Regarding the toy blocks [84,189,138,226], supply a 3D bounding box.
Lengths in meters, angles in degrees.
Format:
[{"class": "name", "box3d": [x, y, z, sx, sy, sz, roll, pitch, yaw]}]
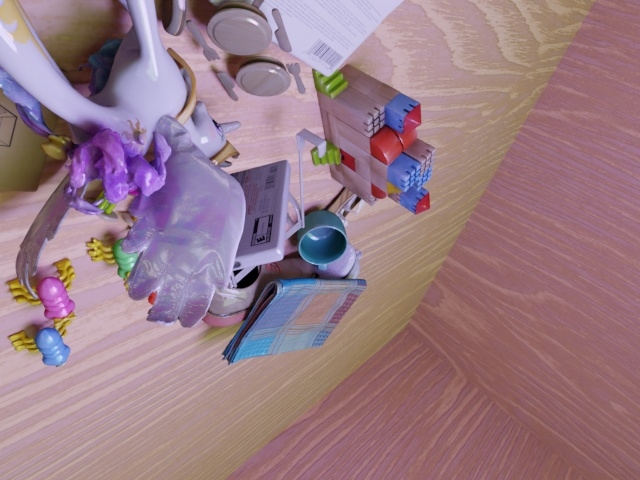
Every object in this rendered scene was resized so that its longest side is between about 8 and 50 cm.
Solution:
[{"class": "toy blocks", "box3d": [-0.269, -0.092, 0.642, 0.148, 0.054, 0.123, -52, 155, 2]}]

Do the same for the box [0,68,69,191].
[{"class": "box", "box3d": [-0.391, -0.130, 0.435, 0.201, 0.021, 0.165, -3, 127, -58]}]

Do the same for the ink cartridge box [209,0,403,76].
[{"class": "ink cartridge box", "box3d": [0.015, -0.392, 0.595, 0.261, 0.066, 0.296, -37, 162, 26]}]

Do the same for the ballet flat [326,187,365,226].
[{"class": "ballet flat", "box3d": [0.065, -0.084, 1.167, 0.232, 0.073, 0.080, -53, 154, 4]}]

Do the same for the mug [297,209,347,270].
[{"class": "mug", "box3d": [-0.005, -0.006, 1.104, 0.129, 0.098, 0.158, 24, 123, -25]}]

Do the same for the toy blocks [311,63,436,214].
[{"class": "toy blocks", "box3d": [0.133, -0.194, 0.921, 0.190, 0.260, 0.382, -43, 153, -16]}]

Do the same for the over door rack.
[{"class": "over door rack", "box3d": [-0.124, -0.060, 0.817, 0.239, 0.108, 0.324, -44, 167, -27]}]

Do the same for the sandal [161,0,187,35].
[{"class": "sandal", "box3d": [-0.178, -0.333, 0.479, 0.048, 0.072, 0.180, -4, 135, -29]}]

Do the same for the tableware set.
[{"class": "tableware set", "box3d": [-0.098, -0.277, 0.607, 0.194, 0.128, 0.039, 56, 32, -75]}]

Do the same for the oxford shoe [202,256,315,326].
[{"class": "oxford shoe", "box3d": [-0.132, 0.096, 1.030, 0.348, 0.123, 0.130, -23, 140, -45]}]

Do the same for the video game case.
[{"class": "video game case", "box3d": [-0.138, -0.029, 0.562, 0.193, 0.213, 0.023, -12, 128, 9]}]

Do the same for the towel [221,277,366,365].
[{"class": "towel", "box3d": [-0.049, 0.205, 1.096, 0.369, 0.040, 0.272, 7, 124, -50]}]

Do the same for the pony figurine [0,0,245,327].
[{"class": "pony figurine", "box3d": [-0.213, -0.118, 0.451, 0.364, 0.302, 0.351, 71, 35, -55]}]

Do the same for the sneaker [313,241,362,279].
[{"class": "sneaker", "box3d": [-0.007, 0.150, 1.276, 0.366, 0.137, 0.210, -48, 161, 11]}]

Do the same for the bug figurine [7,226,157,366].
[{"class": "bug figurine", "box3d": [-0.371, 0.098, 0.703, 0.278, 0.072, 0.217, -33, 148, -32]}]
